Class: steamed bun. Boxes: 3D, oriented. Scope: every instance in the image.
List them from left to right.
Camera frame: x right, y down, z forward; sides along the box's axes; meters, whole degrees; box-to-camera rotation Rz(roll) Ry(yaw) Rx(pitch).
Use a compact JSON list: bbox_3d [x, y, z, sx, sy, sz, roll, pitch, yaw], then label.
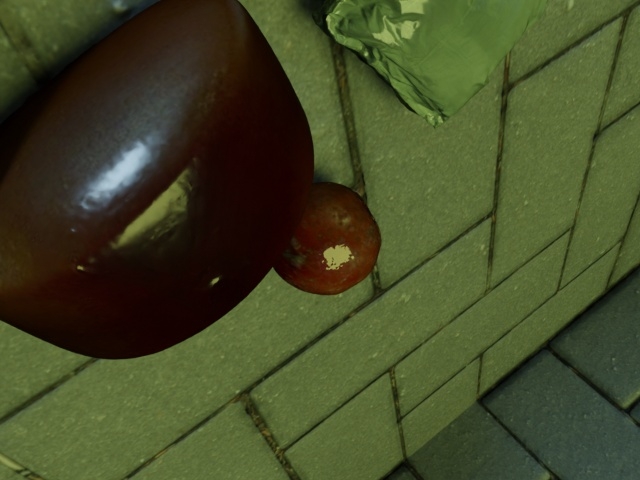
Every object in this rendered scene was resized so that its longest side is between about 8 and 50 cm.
[{"bbox_3d":[-0.171,-0.045,0.596,0.379,0.248,0.235,-41,144,-4],"label":"steamed bun"}]

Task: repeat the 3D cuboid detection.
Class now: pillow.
[{"bbox_3d":[0.167,-0.309,0.767,0.283,0.138,0.310,-53,141,10],"label":"pillow"}]

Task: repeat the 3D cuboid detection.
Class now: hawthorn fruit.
[{"bbox_3d":[0.000,0.000,0.884,0.173,0.173,0.172,-27,140,-25],"label":"hawthorn fruit"}]
